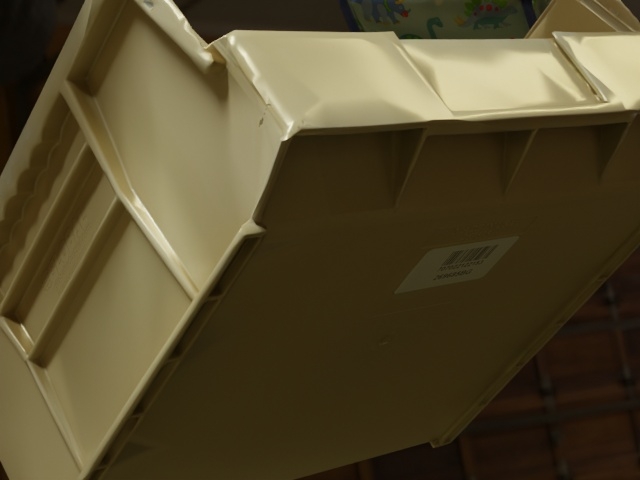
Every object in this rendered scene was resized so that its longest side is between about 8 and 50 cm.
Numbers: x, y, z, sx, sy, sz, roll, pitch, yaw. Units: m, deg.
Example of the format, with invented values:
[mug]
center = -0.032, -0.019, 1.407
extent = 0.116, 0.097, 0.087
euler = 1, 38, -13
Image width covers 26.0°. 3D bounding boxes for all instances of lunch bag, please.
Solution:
[lunch bag]
center = 0.099, -0.137, 0.890
extent = 0.129, 0.096, 0.151
euler = 8, -30, 26

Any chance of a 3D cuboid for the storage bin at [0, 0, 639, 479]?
[storage bin]
center = 0.000, 0.000, 0.614
extent = 0.262, 0.123, 0.260
euler = -7, -36, -40
